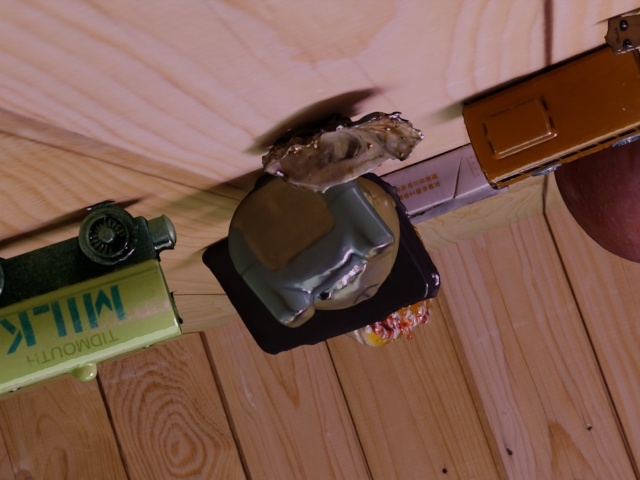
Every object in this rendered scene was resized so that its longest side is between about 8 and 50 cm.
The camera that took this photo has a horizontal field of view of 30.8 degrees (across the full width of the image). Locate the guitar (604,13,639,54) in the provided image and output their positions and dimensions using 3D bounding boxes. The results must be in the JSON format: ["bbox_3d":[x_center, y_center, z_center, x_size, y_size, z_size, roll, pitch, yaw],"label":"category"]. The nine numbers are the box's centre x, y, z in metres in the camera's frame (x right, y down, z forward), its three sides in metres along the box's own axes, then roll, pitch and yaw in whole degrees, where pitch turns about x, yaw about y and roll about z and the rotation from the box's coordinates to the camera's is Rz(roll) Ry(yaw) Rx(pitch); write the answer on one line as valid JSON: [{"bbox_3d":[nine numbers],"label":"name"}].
[{"bbox_3d":[0.392,-0.214,1.058,0.271,0.083,0.038,-13,177,8],"label":"guitar"}]

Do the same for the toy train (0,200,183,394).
[{"bbox_3d":[-0.253,0.064,1.151,0.253,0.157,0.105,-19,174,-6],"label":"toy train"}]

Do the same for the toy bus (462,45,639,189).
[{"bbox_3d":[0.251,-0.128,1.231,0.201,0.098,0.114,-21,173,19],"label":"toy bus"}]

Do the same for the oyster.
[{"bbox_3d":[0.011,-0.087,1.081,0.105,0.056,0.177,-1,165,-32],"label":"oyster"}]

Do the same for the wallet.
[{"bbox_3d":[-0.003,0.041,1.592,0.377,0.197,0.051,-25,-169,47],"label":"wallet"}]

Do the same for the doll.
[{"bbox_3d":[0.000,0.000,1.328,0.177,0.161,0.261,-41,169,8],"label":"doll"}]

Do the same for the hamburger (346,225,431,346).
[{"bbox_3d":[0.104,0.060,1.962,0.151,0.227,0.295,2,-176,25],"label":"hamburger"}]

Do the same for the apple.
[{"bbox_3d":[0.441,-0.091,1.452,0.306,0.235,0.306,-13,-179,0],"label":"apple"}]

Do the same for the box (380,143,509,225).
[{"bbox_3d":[0.141,-0.066,1.620,0.233,0.067,0.149,-20,174,12],"label":"box"}]
